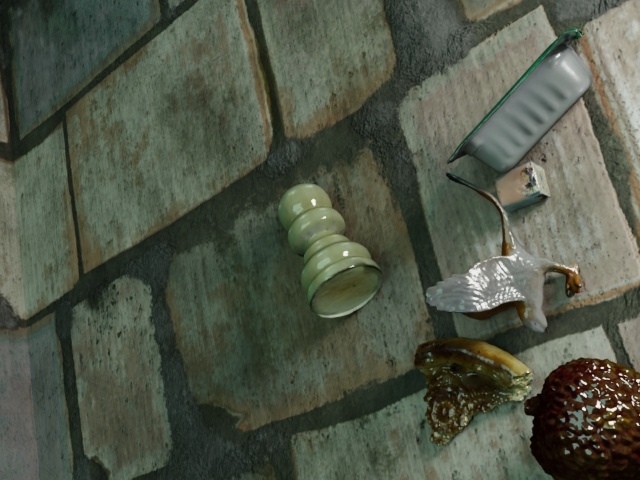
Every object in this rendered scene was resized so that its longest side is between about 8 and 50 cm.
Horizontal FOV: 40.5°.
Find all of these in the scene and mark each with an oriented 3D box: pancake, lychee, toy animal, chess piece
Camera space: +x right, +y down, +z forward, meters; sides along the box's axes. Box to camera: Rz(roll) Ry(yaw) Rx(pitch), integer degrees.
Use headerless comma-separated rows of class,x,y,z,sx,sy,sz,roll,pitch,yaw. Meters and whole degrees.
pancake,0.284,0.315,1.767,0.266,0.057,0.244,24,97,41
lychee,0.484,0.319,1.486,0.271,0.236,0.236,8,85,17
toy animal,0.372,0.028,1.717,0.302,0.225,0.284,10,85,20
chess piece,0.000,0.000,2.020,0.182,0.182,0.330,-46,50,24

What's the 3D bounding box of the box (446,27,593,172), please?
box,0.413,-0.253,1.689,0.106,0.264,0.336,44,113,8

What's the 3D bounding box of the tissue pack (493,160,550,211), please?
tissue pack,0.406,-0.107,1.752,0.094,0.059,0.074,-24,68,35
